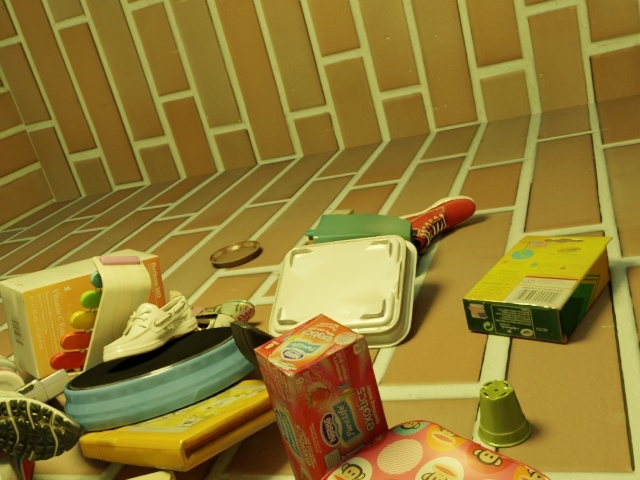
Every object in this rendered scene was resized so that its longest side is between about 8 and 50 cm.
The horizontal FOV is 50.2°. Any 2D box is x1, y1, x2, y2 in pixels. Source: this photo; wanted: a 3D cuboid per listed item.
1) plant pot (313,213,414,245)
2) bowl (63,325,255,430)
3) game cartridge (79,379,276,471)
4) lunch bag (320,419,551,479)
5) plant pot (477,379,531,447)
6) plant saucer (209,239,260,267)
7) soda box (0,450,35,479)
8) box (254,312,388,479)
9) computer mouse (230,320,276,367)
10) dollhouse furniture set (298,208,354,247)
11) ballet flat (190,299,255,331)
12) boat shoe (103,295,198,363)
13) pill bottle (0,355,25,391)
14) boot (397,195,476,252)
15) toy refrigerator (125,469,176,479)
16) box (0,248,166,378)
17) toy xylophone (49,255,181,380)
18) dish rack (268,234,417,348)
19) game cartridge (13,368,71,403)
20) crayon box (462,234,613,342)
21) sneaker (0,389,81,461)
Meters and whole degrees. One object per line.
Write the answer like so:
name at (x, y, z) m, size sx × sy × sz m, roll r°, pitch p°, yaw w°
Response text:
plant pot at (0.119, 0.028, 1.728) m, size 0.234 × 0.166 × 0.165 m, roll -5°, pitch 21°, yaw 12°
bowl at (-0.322, 0.265, 1.379) m, size 0.390 × 0.077 × 0.391 m, roll -16°, pitch 4°, yaw 1°
game cartridge at (-0.222, 0.311, 1.202) m, size 0.323 × 0.053 × 0.285 m, roll -11°, pitch 5°, yaw 43°
lunch bag at (0.126, 0.359, 0.847) m, size 0.258 × 0.120 × 0.293 m, roll -28°, pitch 23°, yaw -30°
plant pot at (0.278, 0.262, 1.060) m, size 0.083 × 0.079 × 0.083 m, roll -15°, pitch 19°, yaw 5°
plant saucer at (-0.268, 0.046, 2.162) m, size 0.168 × 0.029 × 0.168 m, roll -14°, pitch 20°, yaw 5°
soda box at (-0.577, 0.445, 1.213) m, size 0.092 × 0.084 × 0.263 m, roll -21°, pitch 19°, yaw -10°
box at (0.011, 0.257, 1.012) m, size 0.128 × 0.257 × 0.122 m, roll -25°, pitch 23°, yaw -25°
computer mouse at (-0.042, 0.227, 1.227) m, size 0.184 × 0.262 × 0.060 m, roll 4°, pitch 65°, yaw 59°
dollhouse furniture set at (0.000, 0.000, 1.924) m, size 0.183 × 0.130 × 0.129 m, roll -3°, pitch 23°, yaw 29°
ballet flat at (-0.257, 0.198, 1.686) m, size 0.221 × 0.077 × 0.079 m, roll -8°, pitch 38°, yaw 34°
boat shoe at (-0.368, 0.182, 1.449) m, size 0.098 × 0.096 × 0.277 m, roll -15°, pitch 4°, yaw 23°
pill bottle at (-0.770, 0.337, 1.626) m, size 0.107 × 0.108 × 0.180 m, roll -25°, pitch 21°, yaw -25°
boot at (0.315, -0.036, 1.856) m, size 0.244 × 0.089 × 0.176 m, roll -21°, pitch 19°, yaw 10°
toy refrigerator at (-0.244, 0.444, 0.929) m, size 0.094 × 0.102 × 0.269 m, roll -14°, pitch 19°, yaw 4°
box at (-0.573, 0.169, 1.687) m, size 0.345 × 0.215 × 0.168 m, roll -17°, pitch 17°, yaw -40°
toy xylophone at (-0.451, 0.191, 1.536) m, size 0.081 × 0.323 × 0.236 m, roll 32°, pitch 12°, yaw 38°
dish rack at (0.039, 0.105, 1.513) m, size 0.332 × 0.072 × 0.286 m, roll -6°, pitch 49°, yaw 22°
game cartridge at (-0.701, 0.381, 1.407) m, size 0.355 × 0.068 × 0.230 m, roll -30°, pitch -4°, yaw -36°
crayon box at (0.458, 0.087, 1.403) m, size 0.202 × 0.081 × 0.318 m, roll 3°, pitch 27°, yaw 42°
sneaker at (-0.562, 0.317, 1.253) m, size 0.282 × 0.110 × 0.122 m, roll 8°, pitch 8°, yaw 8°
